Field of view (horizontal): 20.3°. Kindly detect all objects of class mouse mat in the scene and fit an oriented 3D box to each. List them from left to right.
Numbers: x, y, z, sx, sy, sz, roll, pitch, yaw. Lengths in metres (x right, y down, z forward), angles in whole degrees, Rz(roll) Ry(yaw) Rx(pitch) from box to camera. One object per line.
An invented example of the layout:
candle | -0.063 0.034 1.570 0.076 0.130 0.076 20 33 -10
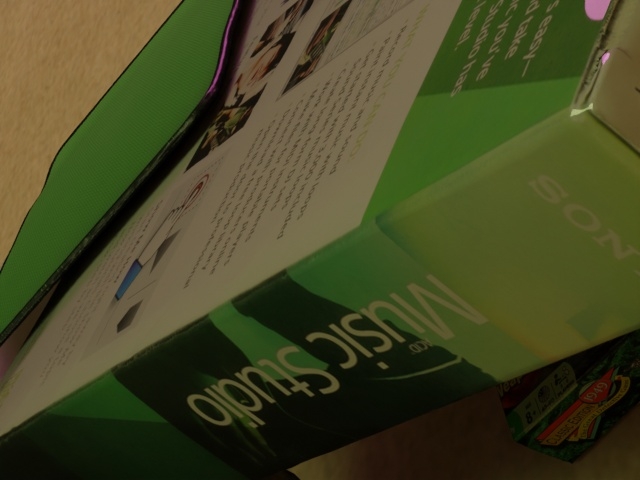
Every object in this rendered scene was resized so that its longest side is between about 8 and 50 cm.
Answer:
mouse mat | -0.072 -0.037 0.641 0.152 0.007 0.189 -46 16 26

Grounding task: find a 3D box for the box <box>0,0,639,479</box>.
box | 0.025 -0.046 0.495 0.322 0.058 0.232 -32 26 55

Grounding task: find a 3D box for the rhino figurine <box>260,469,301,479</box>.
rhino figurine | -0.017 0.122 0.530 0.243 0.073 0.106 -1 71 43

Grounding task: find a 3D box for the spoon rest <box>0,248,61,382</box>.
spoon rest | -0.105 0.089 0.690 0.084 0.137 0.276 -1 62 33

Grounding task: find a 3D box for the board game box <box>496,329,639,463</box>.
board game box | 0.125 -0.068 0.491 0.259 0.030 0.136 -49 34 32
